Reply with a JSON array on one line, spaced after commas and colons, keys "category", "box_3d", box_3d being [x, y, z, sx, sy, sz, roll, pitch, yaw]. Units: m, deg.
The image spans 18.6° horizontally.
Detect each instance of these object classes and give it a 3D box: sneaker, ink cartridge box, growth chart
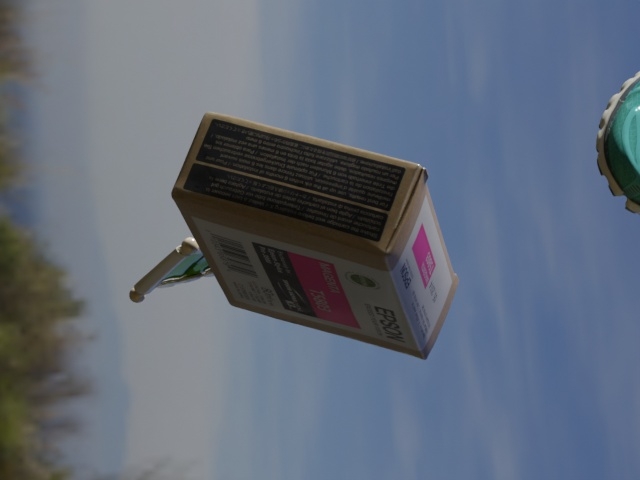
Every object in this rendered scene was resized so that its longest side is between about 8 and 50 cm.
[{"category": "sneaker", "box_3d": [0.322, -0.122, 1.517, 0.107, 0.275, 0.110, 52, -22, 1]}, {"category": "ink cartridge box", "box_3d": [0.000, 0.000, 1.633, 0.234, 0.193, 0.088, 67, 43, -62]}, {"category": "growth chart", "box_3d": [-0.061, 0.006, 1.888, 0.021, 0.237, 0.172, 70, -24, 13]}]
